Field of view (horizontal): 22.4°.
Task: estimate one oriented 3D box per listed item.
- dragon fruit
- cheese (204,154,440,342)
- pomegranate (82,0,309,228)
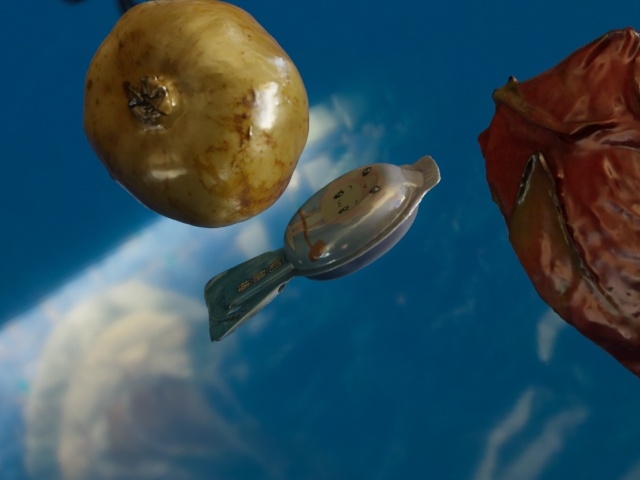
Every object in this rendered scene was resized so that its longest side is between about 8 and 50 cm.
[{"bbox_3d":[0.293,-0.082,1.187,0.330,0.302,0.240,-53,-171,26],"label":"dragon fruit"},{"bbox_3d":[0.000,0.000,1.428,0.244,0.052,0.135,-32,-157,8],"label":"cheese"},{"bbox_3d":[-0.126,-0.131,1.645,0.248,0.248,0.248,-15,-145,11],"label":"pomegranate"}]
